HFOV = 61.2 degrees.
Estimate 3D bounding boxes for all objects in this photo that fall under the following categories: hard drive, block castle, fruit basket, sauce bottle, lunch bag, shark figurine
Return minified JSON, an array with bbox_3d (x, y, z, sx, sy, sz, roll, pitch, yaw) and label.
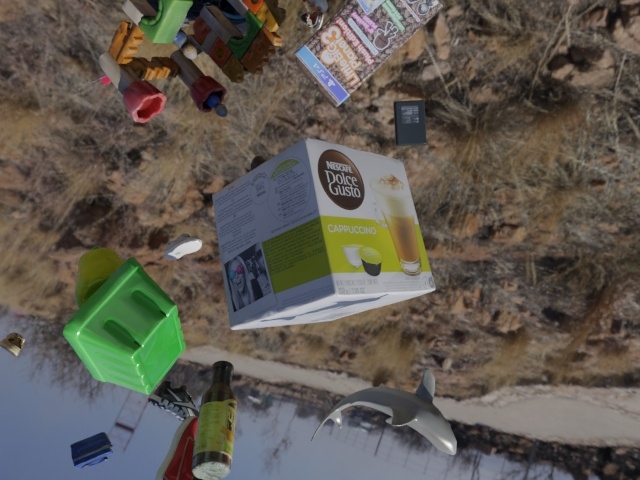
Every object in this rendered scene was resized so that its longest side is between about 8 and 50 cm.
[{"bbox_3d":[0.273,-0.358,1.655,0.094,0.135,0.022,-3,178,0],"label":"hard drive"},{"bbox_3d":[-0.238,-0.461,1.162,0.213,0.303,0.453,48,123,7],"label":"block castle"},{"bbox_3d":[-0.550,0.189,1.432,0.391,0.283,0.392,25,147,17],"label":"fruit basket"},{"bbox_3d":[-0.301,0.511,1.584,0.111,0.345,0.112,-1,133,-1],"label":"sauce bottle"},{"bbox_3d":[-0.563,0.525,1.347,0.067,0.098,0.065,104,143,-62],"label":"lunch bag"},{"bbox_3d":[0.123,0.333,1.044,0.278,0.166,0.116,4,-166,15],"label":"shark figurine"}]

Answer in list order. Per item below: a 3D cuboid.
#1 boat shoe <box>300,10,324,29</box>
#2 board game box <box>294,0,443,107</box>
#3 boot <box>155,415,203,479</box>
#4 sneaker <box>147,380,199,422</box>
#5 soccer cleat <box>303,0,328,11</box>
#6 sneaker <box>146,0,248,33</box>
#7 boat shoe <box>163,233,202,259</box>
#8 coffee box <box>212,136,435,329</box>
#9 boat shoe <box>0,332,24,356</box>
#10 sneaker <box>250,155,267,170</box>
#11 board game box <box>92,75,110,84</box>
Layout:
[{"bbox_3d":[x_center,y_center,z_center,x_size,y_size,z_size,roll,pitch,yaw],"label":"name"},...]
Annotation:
[{"bbox_3d":[-0.024,-0.637,1.554,0.043,0.049,0.137,14,-164,-21],"label":"boat shoe"},{"bbox_3d":[0.096,-0.450,1.207,0.141,0.291,0.232,47,-172,-9],"label":"board game box"},{"bbox_3d":[-0.386,0.673,1.701,0.176,0.244,0.089,3,130,13],"label":"boot"},{"bbox_3d":[-0.470,0.558,1.860,0.234,0.106,0.078,40,147,-24],"label":"sneaker"},{"bbox_3d":[-0.031,-0.634,1.322,0.068,0.076,0.196,42,-169,35],"label":"soccer cleat"},{"bbox_3d":[-0.312,-0.629,1.399,0.340,0.125,0.139,3,-173,-17],"label":"sneaker"},{"bbox_3d":[-0.439,0.010,1.733,0.066,0.063,0.184,15,153,-36],"label":"boat shoe"},{"bbox_3d":[0.000,0.000,1.253,0.337,0.335,0.338,3,160,-46],"label":"coffee box"},{"bbox_3d":[-0.740,0.244,1.304,0.050,0.045,0.135,50,154,-25],"label":"boat shoe"},{"bbox_3d":[-0.105,-0.190,1.725,0.286,0.130,0.109,43,-157,19],"label":"sneaker"},{"bbox_3d":[-0.702,-0.564,1.862,0.033,0.168,0.133,64,166,-24],"label":"board game box"}]
